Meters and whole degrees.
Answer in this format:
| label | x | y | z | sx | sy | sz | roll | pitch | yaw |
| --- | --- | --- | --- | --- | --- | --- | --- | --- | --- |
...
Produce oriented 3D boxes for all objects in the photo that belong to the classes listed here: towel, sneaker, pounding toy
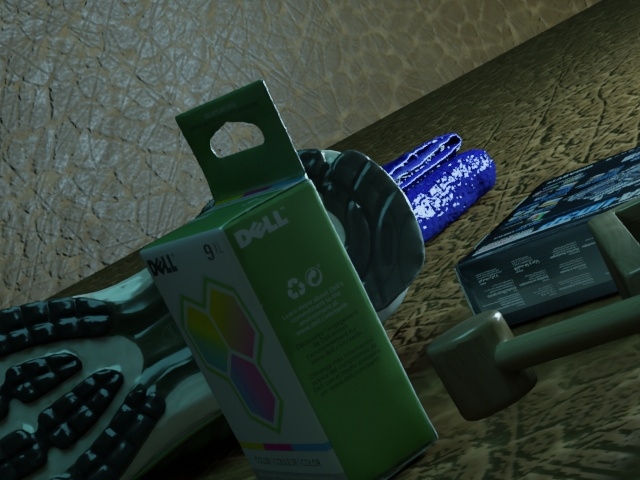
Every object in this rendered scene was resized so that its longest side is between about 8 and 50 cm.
| label | x | y | z | sx | sy | sz | roll | pitch | yaw |
| --- | --- | --- | --- | --- | --- | --- | --- | --- | --- |
| towel | 0.000 | 0.000 | 1.391 | 0.228 | 0.076 | 0.308 | -17 | 12 | 45 |
| sneaker | -0.102 | 0.101 | 1.023 | 0.410 | 0.158 | 0.182 | -27 | -23 | 6 |
| pounding toy | 0.152 | 0.037 | 0.578 | 0.206 | 0.094 | 0.181 | -25 | 7 | 8 |

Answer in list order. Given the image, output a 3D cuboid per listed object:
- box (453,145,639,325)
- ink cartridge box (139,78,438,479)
| label | x | y | z | sx | sy | sz | roll | pitch | yaw |
| --- | --- | --- | --- | --- | --- | --- | --- | --- | --- |
| box | 0.213 | -0.024 | 0.944 | 0.220 | 0.051 | 0.175 | -21 | 9 | 32 |
| ink cartridge box | -0.031 | 0.030 | 0.793 | 0.062 | 0.209 | 0.109 | -30 | 8 | -28 |
